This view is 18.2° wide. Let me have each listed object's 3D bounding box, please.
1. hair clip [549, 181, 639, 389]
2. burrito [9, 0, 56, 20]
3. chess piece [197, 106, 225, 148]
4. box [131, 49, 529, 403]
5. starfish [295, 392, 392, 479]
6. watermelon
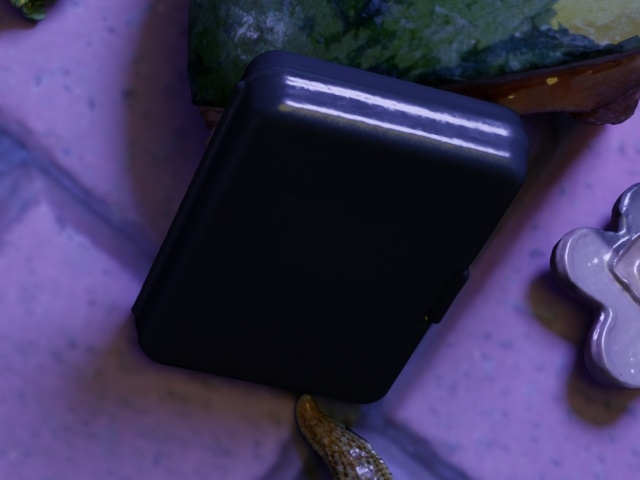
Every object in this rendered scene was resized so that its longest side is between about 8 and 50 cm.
[{"bbox_3d":[0.250,0.078,1.232,0.257,0.075,0.146,44,64,3],"label":"hair clip"},{"bbox_3d":[-0.158,-0.270,1.192,0.104,0.054,0.288,2,74,-21],"label":"burrito"},{"bbox_3d":[-0.026,-0.122,1.195,0.060,0.060,0.172,28,69,-10],"label":"chess piece"},{"bbox_3d":[0.000,0.000,1.081,0.160,0.230,0.050,13,48,-15],"label":"box"},{"bbox_3d":[0.024,0.196,1.136,0.208,0.053,0.176,25,79,-5],"label":"starfish"},{"bbox_3d":[0.105,-0.188,1.147,0.292,0.283,0.250,-12,109,-58],"label":"watermelon"}]
